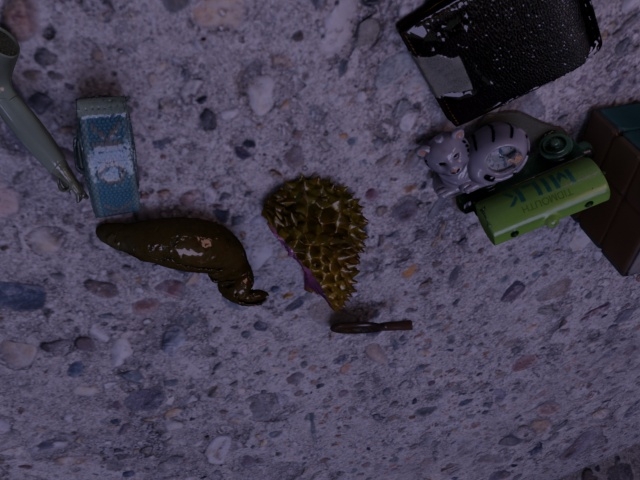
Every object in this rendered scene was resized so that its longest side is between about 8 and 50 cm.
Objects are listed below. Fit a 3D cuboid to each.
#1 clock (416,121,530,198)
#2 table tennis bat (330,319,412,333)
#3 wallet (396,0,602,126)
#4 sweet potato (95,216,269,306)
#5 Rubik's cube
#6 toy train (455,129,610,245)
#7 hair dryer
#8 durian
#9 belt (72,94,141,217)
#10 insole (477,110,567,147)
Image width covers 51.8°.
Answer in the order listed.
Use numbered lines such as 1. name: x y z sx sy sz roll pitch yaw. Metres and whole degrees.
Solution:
1. clock: 0.256 -0.149 1.097 0.176 0.080 0.117 -21 138 15
2. table tennis bat: 0.103 0.130 1.364 0.170 0.119 0.107 -4 164 12
3. wallet: 0.272 -0.306 0.978 0.262 0.071 0.221 -28 137 15
4. sweet potato: -0.198 0.020 1.077 0.310 0.098 0.124 25 126 -34
5. Rubik's cube: 0.608 -0.102 1.189 0.231 0.224 0.221 -10 136 -14
6. toy train: 0.372 -0.083 1.151 0.253 0.157 0.105 -22 141 4
7. hair dryer: -0.394 -0.122 0.821 0.206 0.075 0.237 -39 103 23
8. durian: 0.013 0.000 1.137 0.186 0.154 0.260 -54 141 -4
9. belt: -0.287 -0.112 0.882 0.082 0.147 0.163 -8 105 -18
10. insole: 0.356 -0.193 1.155 0.192 0.010 0.063 6 130 -28
